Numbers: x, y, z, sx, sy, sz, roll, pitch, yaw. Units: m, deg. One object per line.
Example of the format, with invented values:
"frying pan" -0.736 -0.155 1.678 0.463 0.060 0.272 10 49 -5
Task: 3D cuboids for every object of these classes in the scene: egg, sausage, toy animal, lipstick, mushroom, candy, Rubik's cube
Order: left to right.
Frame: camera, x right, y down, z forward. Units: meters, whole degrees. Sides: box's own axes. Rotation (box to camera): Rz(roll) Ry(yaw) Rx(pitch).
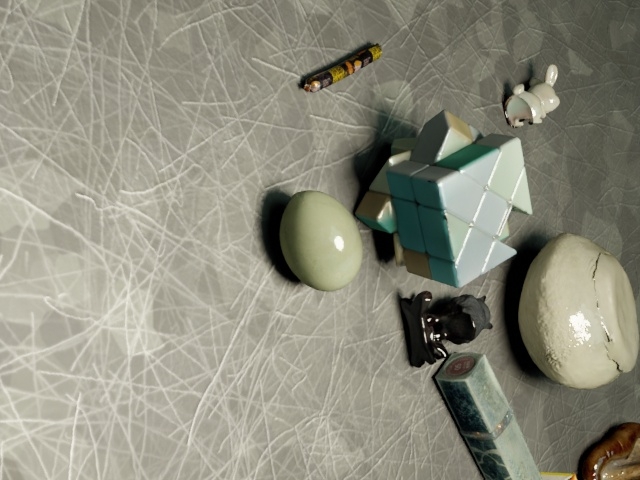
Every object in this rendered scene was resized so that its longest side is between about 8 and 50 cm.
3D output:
"egg" 0.000 0.000 1.576 0.114 0.114 0.152 -39 111 -41
"sausage" 0.037 -0.264 1.704 0.198 0.025 0.028 -34 155 -43
"Rubik's cube" 0.180 -0.068 1.717 0.224 0.213 0.265 -26 117 -30
"toy animal" 0.233 0.121 1.810 0.210 0.117 0.121 -15 91 -44
"lipstick" 0.288 0.321 1.872 0.076 0.077 0.290 -48 120 -38
"toy animal" 0.393 -0.258 2.047 0.124 0.071 0.085 -28 88 -35
"candy" 0.449 0.128 1.986 0.295 0.185 0.295 32 48 -45
"mushroom" 0.634 0.434 2.122 0.227 0.217 0.148 -33 109 -43

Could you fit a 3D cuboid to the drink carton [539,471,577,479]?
"drink carton" 0.436 0.589 1.976 0.154 0.111 0.351 -44 117 -39
